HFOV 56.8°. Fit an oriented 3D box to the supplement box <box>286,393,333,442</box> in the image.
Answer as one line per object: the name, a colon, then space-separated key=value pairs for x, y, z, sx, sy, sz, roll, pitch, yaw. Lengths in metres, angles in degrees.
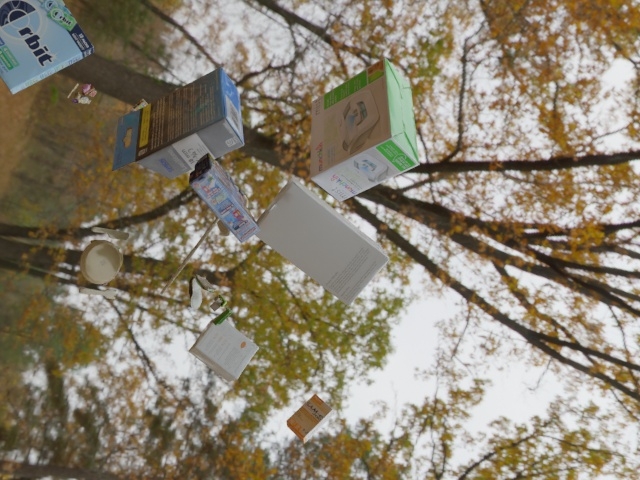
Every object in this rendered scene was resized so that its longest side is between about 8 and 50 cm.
supplement box: x=-0.025 y=0.423 z=1.410 sx=0.062 sy=0.098 sz=0.036 roll=36 pitch=-31 yaw=27

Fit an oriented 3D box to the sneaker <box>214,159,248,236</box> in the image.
sneaker: x=-0.388 y=-0.186 z=2.450 sx=0.126 sy=0.127 sz=0.321 roll=1 pitch=-71 yaw=49

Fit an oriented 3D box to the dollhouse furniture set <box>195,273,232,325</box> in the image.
dollhouse furniture set: x=-0.326 y=0.173 z=1.729 sx=0.058 sy=0.151 sz=0.076 roll=-43 pitch=170 yaw=1

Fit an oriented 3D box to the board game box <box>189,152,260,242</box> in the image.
board game box: x=-0.224 y=-0.096 z=1.387 sx=0.060 sy=0.194 sz=0.194 roll=-35 pitch=-158 yaw=2

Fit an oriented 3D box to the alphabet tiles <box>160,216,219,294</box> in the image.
alphabet tiles: x=-0.353 y=0.010 z=1.715 sx=0.342 sy=0.011 sz=0.285 roll=-42 pitch=-166 yaw=49

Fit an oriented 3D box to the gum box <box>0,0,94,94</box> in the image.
gum box: x=-0.579 y=-0.407 z=1.181 sx=0.184 sy=0.157 sz=0.041 roll=-36 pitch=-169 yaw=-16

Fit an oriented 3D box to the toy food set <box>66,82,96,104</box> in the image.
toy food set: x=-0.731 y=-0.454 z=1.840 sx=0.078 sy=0.019 sz=0.122 roll=-48 pitch=178 yaw=13

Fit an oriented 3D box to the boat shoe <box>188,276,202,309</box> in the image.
boat shoe: x=-0.478 y=0.197 z=2.238 sx=0.038 sy=0.046 sz=0.125 roll=17 pitch=-68 yaw=50

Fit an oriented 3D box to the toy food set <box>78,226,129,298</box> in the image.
toy food set: x=-0.609 y=0.060 z=1.644 sx=0.039 sy=0.132 sz=0.192 roll=7 pitch=-96 yaw=40

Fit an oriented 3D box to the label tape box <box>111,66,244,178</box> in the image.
label tape box: x=-0.377 y=-0.293 z=1.580 sx=0.334 sy=0.106 sz=0.240 roll=-22 pitch=-133 yaw=13

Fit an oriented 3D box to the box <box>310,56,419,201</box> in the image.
box: x=0.101 y=-0.261 z=1.418 sx=0.231 sy=0.127 sz=0.262 roll=-23 pitch=-130 yaw=32

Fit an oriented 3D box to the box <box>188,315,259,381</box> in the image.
box: x=-0.309 y=0.347 z=1.889 sx=0.130 sy=0.170 sz=0.091 roll=-55 pitch=-169 yaw=-31

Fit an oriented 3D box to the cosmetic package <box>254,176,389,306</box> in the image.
cosmetic package: x=0.000 y=0.000 z=1.755 sx=0.197 sy=0.365 sz=0.155 roll=-49 pitch=-170 yaw=8

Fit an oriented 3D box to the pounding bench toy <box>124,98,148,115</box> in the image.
pounding bench toy: x=-0.564 y=-0.381 z=1.814 sx=0.083 sy=0.052 sz=0.065 roll=-21 pitch=-153 yaw=46
